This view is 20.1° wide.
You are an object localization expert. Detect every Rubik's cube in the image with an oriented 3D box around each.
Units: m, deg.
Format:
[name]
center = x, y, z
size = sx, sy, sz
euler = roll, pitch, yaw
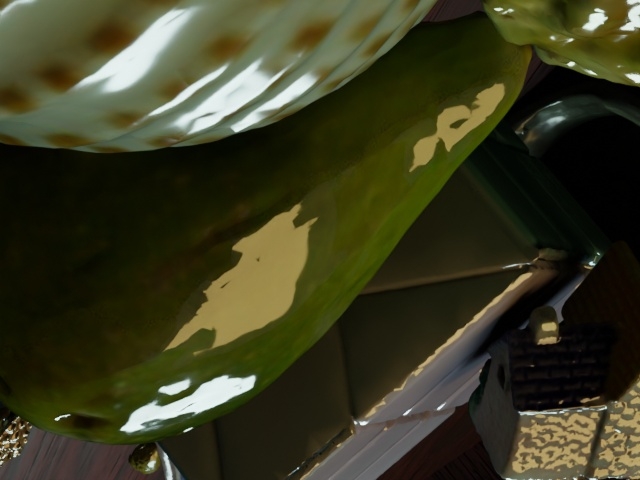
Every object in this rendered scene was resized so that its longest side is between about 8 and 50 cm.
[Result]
[Rubik's cube]
center = 0.000, 0.000, 0.999
size = 0.221, 0.231, 0.224
euler = -43, 164, 13

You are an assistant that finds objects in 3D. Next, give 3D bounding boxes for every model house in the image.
[model house]
center = 0.132, 0.060, 0.919
size = 0.100, 0.088, 0.100
euler = -5, 130, -11

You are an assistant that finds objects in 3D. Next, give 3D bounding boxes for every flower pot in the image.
[flower pot]
center = 0.280, -0.027, 1.533
size = 0.213, 0.302, 0.302
euler = -4, 145, -46

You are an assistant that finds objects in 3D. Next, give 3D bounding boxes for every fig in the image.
[fig]
center = -0.035, -0.025, 0.787
size = 0.275, 0.206, 0.206
euler = -17, 170, 13

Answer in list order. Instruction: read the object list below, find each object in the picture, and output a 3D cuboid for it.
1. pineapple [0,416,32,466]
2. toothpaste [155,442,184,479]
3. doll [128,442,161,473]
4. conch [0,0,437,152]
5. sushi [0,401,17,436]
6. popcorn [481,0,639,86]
[pineapple]
center = -0.200, 0.095, 1.146
size = 0.058, 0.058, 0.124
euler = -27, 161, -38
[toothpaste]
center = -0.036, 0.052, 1.218
size = 0.068, 0.099, 0.282
euler = 1, -132, 41
[doll]
center = -0.107, 0.058, 1.247
size = 0.137, 0.097, 0.209
euler = -70, 177, -50
[conch]
center = -0.034, -0.178, 0.403
size = 0.319, 0.215, 0.303
euler = -45, 152, -74
[sushi]
center = -0.234, 0.100, 1.010
size = 0.078, 0.090, 0.150
euler = -54, 166, 22
[popcorn]
center = 0.166, -0.205, 0.643
size = 0.279, 0.274, 0.335
euler = -56, 159, -43
